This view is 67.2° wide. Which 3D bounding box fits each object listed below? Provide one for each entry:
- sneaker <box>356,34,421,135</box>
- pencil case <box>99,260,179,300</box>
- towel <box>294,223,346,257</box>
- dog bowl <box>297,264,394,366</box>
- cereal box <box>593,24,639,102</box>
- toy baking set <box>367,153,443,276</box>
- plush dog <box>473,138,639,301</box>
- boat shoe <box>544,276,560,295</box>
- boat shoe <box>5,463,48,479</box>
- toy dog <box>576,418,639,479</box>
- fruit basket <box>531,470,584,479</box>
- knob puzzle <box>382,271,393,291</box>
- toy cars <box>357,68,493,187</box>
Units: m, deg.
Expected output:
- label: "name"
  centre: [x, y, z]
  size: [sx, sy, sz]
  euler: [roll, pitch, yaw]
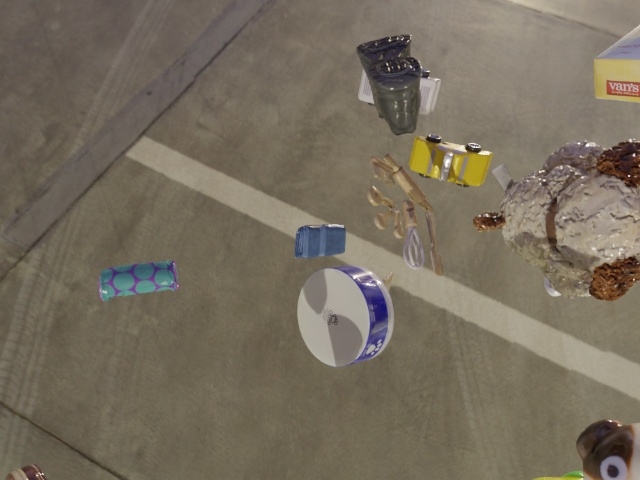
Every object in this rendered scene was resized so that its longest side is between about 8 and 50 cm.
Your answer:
- label: "sneaker"
  centre: [0.129, -0.293, 0.897]
  size: [0.108, 0.130, 0.287]
  euler: [-7, 39, 11]
- label: "pencil case"
  centre: [-0.369, 0.082, 0.986]
  size: [0.151, 0.070, 0.065]
  euler: [-7, 43, -19]
- label: "towel"
  centre: [0.000, 0.000, 0.981]
  size: [0.119, 0.067, 0.029]
  euler: [-4, 13, -39]
- label: "dog bowl"
  centre: [0.062, 0.201, 1.299]
  size: [0.104, 0.265, 0.265]
  euler: [-2, 51, -46]
- label: "cereal box"
  centre: [0.392, -0.190, 0.421]
  size: [0.240, 0.047, 0.173]
  euler: [-36, 35, -15]
- label: "toy baking set"
  centre: [0.168, -0.050, 0.955]
  size: [0.256, 0.030, 0.197]
  euler: [44, 46, -21]
- label: "plush dog"
  centre: [0.379, -0.033, 0.721]
  size: [0.210, 0.225, 0.263]
  euler: [1, 91, -16]
- label: "boat shoe"
  centre: [0.636, 0.059, 1.306]
  size: [0.063, 0.066, 0.184]
  euler: [36, 64, -30]
- label: "boat shoe"
  centre: [-0.379, 0.488, 0.796]
  size: [0.123, 0.123, 0.342]
  euler: [-39, 107, -42]
- label: "toy dog"
  centre: [0.666, 0.391, 0.835]
  size: [0.406, 0.395, 0.285]
  euler: [-7, 70, -9]
- label: "fruit basket"
  centre: [0.515, 0.698, 1.166]
  size: [0.282, 0.392, 0.392]
  euler: [32, 58, -8]
- label: "knob puzzle"
  centre: [0.154, 0.193, 1.366]
  size: [0.029, 0.213, 0.213]
  euler: [17, 57, 17]
- label: "toy cars"
  centre: [0.235, -0.261, 1.113]
  size: [0.394, 0.176, 0.087]
  euler: [52, 32, -8]
